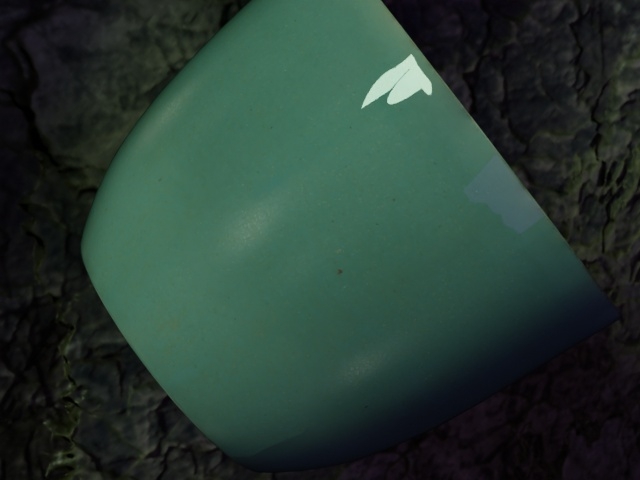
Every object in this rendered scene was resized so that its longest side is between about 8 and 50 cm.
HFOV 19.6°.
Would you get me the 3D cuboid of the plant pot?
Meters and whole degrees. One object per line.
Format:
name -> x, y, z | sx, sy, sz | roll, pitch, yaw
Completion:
plant pot -> 0.000, 0.000, 1.122 | 0.235, 0.293, 0.293 | -38, 128, 6
